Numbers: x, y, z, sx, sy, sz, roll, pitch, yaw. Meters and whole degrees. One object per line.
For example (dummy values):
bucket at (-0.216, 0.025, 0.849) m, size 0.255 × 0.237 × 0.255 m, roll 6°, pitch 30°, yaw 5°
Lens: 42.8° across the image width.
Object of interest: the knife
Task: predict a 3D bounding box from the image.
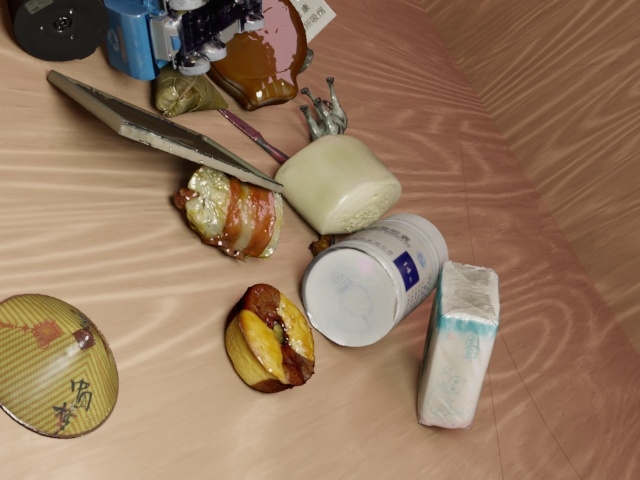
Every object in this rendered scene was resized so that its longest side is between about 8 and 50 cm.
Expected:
knife at (-0.124, -0.210, 1.690) m, size 0.247 × 0.018 × 0.035 m, roll 38°, pitch 34°, yaw -27°

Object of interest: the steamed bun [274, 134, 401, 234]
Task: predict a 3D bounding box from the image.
steamed bun at (0.043, -0.125, 1.665) m, size 0.250 × 0.155 × 0.200 m, roll -13°, pitch 58°, yaw -51°

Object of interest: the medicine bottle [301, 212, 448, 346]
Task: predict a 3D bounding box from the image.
medicine bottle at (0.116, 0.065, 1.576) m, size 0.190 × 0.190 × 0.332 m, roll 56°, pitch 28°, yaw 3°

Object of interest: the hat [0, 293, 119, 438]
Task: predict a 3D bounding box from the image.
hat at (-0.298, 0.131, 0.971) m, size 0.193 × 0.082 × 0.193 m, roll 39°, pitch 32°, yaw -30°

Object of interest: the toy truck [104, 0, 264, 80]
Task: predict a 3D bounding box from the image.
toy truck at (-0.236, -0.408, 1.450) m, size 0.367 × 0.175 × 0.146 m, roll -51°, pitch 148°, yaw -49°

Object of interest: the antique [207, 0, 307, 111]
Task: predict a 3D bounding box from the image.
antique at (-0.143, -0.406, 1.691) m, size 0.223 × 0.129 × 0.278 m, roll -22°, pitch 90°, yaw -23°

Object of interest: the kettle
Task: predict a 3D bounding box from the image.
kettle at (-0.424, -0.410, 1.323) m, size 0.202 × 0.144 × 0.232 m, roll 46°, pitch 19°, yaw -59°

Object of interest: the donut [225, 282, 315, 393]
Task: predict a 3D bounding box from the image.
donut at (-0.082, 0.160, 1.286) m, size 0.166 × 0.073 × 0.184 m, roll 33°, pitch 34°, yaw -34°

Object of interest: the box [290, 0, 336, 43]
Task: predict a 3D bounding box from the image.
box at (-0.155, -0.546, 1.799) m, size 0.330 × 0.210 × 0.095 m, roll 46°, pitch -1°, yaw -16°

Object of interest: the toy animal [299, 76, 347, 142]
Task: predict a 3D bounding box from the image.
toy animal at (0.010, -0.260, 1.878) m, size 0.170 × 0.090 × 0.255 m, roll 55°, pitch 29°, yaw -45°

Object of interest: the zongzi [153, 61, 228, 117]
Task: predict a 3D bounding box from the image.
zongzi at (-0.232, -0.254, 1.504) m, size 0.176 × 0.078 × 0.160 m, roll 38°, pitch 29°, yaw -35°

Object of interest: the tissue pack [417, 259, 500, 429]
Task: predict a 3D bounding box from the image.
tissue pack at (0.265, 0.203, 1.577) m, size 0.124 × 0.271 × 0.201 m, roll 12°, pitch 31°, yaw 7°

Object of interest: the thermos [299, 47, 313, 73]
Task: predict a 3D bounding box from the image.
thermos at (-0.110, -0.478, 1.963) m, size 0.188 × 0.083 × 0.073 m, roll 34°, pitch 10°, yaw -32°

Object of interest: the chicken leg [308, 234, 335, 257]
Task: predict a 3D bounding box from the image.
chicken leg at (0.004, 0.002, 1.647) m, size 0.062 × 0.037 × 0.145 m, roll 25°, pitch 38°, yaw -20°

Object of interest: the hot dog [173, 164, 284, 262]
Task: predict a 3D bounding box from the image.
hot dog at (-0.154, -0.044, 1.379) m, size 0.213 × 0.103 × 0.146 m, roll 26°, pitch 64°, yaw -36°

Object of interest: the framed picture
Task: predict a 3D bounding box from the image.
framed picture at (-0.244, -0.172, 1.321) m, size 0.247 × 0.022 × 0.335 m, roll 34°, pitch 10°, yaw 40°
